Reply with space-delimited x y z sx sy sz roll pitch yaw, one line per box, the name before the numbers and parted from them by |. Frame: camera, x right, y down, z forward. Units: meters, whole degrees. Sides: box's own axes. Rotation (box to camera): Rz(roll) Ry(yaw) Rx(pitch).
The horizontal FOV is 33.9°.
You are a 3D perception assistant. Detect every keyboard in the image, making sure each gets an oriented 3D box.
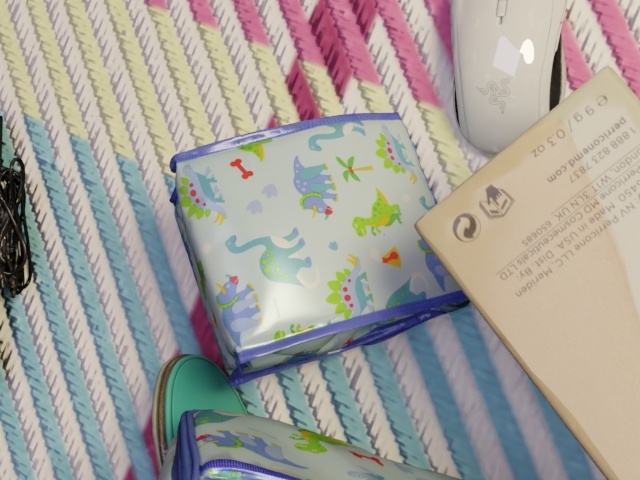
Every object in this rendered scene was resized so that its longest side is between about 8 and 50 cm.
keyboard | -0.233 0.010 0.738 0.100 0.038 0.192 -5 83 43

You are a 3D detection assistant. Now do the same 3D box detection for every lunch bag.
lunch bag | 0.021 0.162 0.516 0.219 0.176 0.090 20 94 -6
lunch bag | 0.000 0.000 0.615 0.151 0.096 0.129 -18 77 -12

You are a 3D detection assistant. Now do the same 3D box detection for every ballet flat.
ballet flat | -0.061 0.175 0.634 0.068 0.072 0.213 -42 66 43

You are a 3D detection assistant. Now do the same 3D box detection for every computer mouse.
computer mouse | 0.113 -0.148 0.614 0.106 0.042 0.193 1 84 19

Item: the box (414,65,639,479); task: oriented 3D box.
box | 0.197 0.081 0.505 0.121 0.148 0.311 -40 71 12
